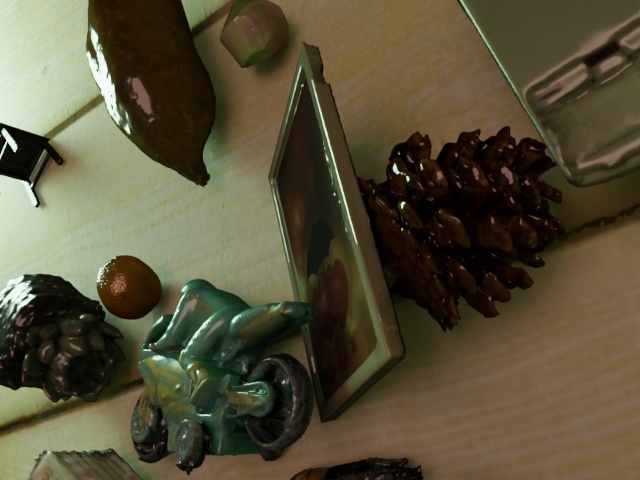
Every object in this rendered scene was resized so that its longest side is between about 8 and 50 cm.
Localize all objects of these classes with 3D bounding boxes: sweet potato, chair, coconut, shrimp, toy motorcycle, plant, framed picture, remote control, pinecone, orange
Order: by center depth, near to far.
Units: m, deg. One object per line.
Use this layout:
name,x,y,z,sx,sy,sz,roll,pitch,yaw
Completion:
remote control,0.169,-0.175,0.414,0.123,0.038,0.285,-34,62,24
pinecone,0.112,-0.018,0.465,0.174,0.174,0.173,-11,70,32
shrimp,0.033,0.240,0.521,0.161,0.034,0.091,-30,72,32
framed picture,0.000,0.000,0.537,0.211,0.020,0.289,116,145,-59
toy motorcycle,-0.108,0.132,0.606,0.296,0.109,0.198,-16,66,44
coconut,-0.082,-0.260,0.724,0.083,0.082,0.081,-32,93,33
orange,-0.241,0.059,0.737,0.085,0.085,0.085,-11,70,32
plant,-0.346,0.128,0.756,0.194,0.132,0.129,30,97,42
sweet potato,-0.225,-0.229,0.770,0.158,0.158,0.369,-35,57,22
chair,-0.536,-0.154,1.008,0.212,0.084,0.101,41,104,37

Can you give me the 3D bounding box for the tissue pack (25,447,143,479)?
tissue pack,-0.208,0.394,0.580,0.344,0.125,0.242,21,89,40

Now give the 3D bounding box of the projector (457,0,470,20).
projector,0.249,-0.219,0.460,0.250,0.108,0.198,-34,59,21
